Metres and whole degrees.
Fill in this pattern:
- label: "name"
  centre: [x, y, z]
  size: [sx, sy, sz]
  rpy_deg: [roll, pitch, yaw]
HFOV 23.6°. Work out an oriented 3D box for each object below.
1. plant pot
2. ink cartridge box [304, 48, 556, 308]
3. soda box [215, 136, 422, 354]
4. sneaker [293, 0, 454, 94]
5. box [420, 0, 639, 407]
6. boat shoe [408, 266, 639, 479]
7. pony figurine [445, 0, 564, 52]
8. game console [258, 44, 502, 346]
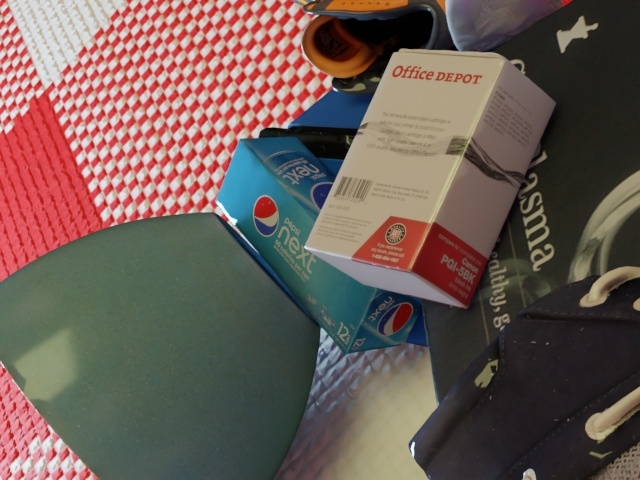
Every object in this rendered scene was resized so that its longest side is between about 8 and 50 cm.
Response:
- label: "plant pot"
  centre: [-0.116, 0.089, 1.288]
  size: [0.195, 0.290, 0.290]
  rpy_deg: [-43, 39, 1]
- label: "ink cartridge box"
  centre: [0.064, -0.038, 0.892]
  size: [0.099, 0.056, 0.135]
  rpy_deg: [13, 74, 52]
- label: "soda box"
  centre: [0.000, 0.000, 1.289]
  size: [0.210, 0.067, 0.071]
  rpy_deg: [47, 128, 35]
- label: "sneaker"
  centre: [0.024, -0.230, 1.438]
  size: [0.180, 0.124, 0.321]
  rpy_deg: [-39, 30, -28]
- label: "box"
  centre: [0.327, 0.049, 0.832]
  size: [0.472, 0.297, 0.480]
  rpy_deg: [-31, 44, 26]
- label: "boat shoe"
  centre: [0.176, 0.044, 0.647]
  size: [0.340, 0.127, 0.158]
  rpy_deg: [-45, 48, 15]
- label: "pony figurine"
  centre: [0.231, -0.254, 1.149]
  size: [0.303, 0.351, 0.363]
  rpy_deg: [-49, 61, 2]
- label: "game console"
  centre: [0.097, -0.049, 1.356]
  size: [0.293, 0.173, 0.250]
  rpy_deg: [8, 101, 49]
